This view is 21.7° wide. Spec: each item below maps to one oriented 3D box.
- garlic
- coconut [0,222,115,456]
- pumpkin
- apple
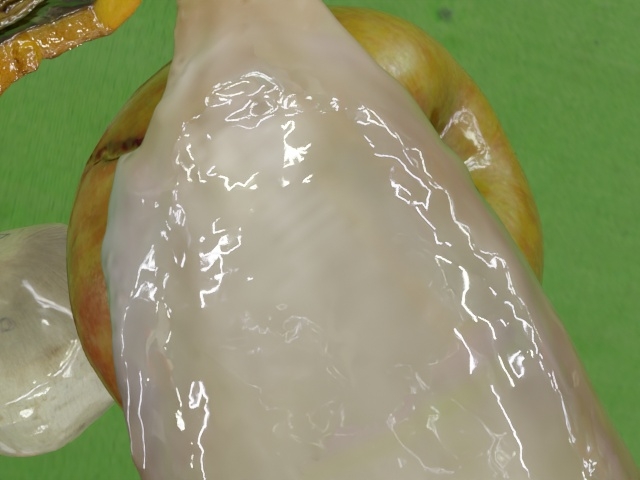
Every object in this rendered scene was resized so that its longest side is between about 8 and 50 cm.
[{"bbox_3d":[0.004,0.049,0.504,0.151,0.196,0.338,-24,124,1],"label":"garlic"},{"bbox_3d":[-0.270,0.083,1.504,0.224,0.224,0.224,-2,113,-4],"label":"coconut"},{"bbox_3d":[-0.269,-0.168,1.373,0.258,0.290,0.095,-30,126,-9],"label":"pumpkin"},{"bbox_3d":[0.000,0.000,0.923,0.264,0.264,0.264,-2,113,-4],"label":"apple"}]
